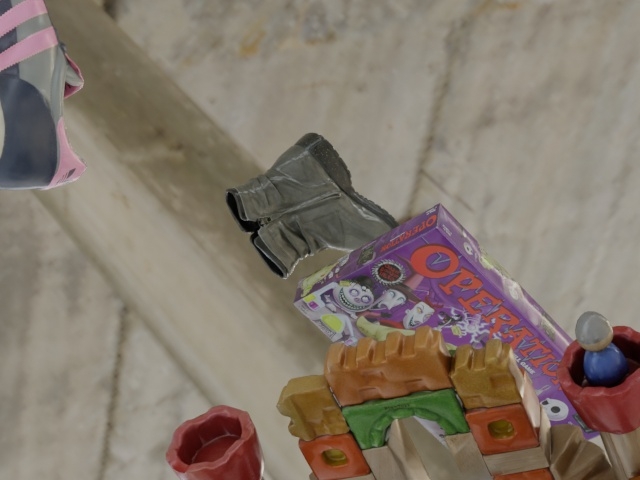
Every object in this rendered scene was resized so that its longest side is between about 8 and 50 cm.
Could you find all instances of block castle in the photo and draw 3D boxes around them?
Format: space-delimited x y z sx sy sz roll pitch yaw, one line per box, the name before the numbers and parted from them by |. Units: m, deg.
block castle | 0.070 0.232 1.263 0.453 0.303 0.213 -13 -58 20

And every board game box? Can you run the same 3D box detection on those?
board game box | 0.159 0.124 1.706 0.208 0.056 0.347 -32 -63 29

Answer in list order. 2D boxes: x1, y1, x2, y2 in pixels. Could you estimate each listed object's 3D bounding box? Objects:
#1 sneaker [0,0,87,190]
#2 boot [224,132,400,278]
sneaker | -0.290 -0.188 1.442 0.131 0.319 0.112 13 -29 -40
boot | 0.000 0.000 1.913 0.161 0.246 0.083 -42 2 -26
